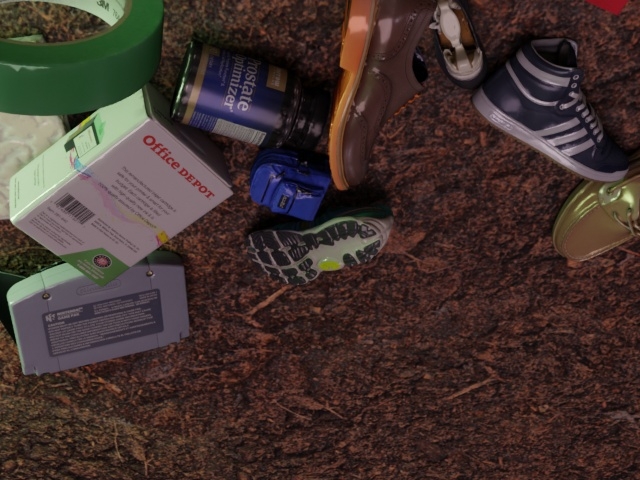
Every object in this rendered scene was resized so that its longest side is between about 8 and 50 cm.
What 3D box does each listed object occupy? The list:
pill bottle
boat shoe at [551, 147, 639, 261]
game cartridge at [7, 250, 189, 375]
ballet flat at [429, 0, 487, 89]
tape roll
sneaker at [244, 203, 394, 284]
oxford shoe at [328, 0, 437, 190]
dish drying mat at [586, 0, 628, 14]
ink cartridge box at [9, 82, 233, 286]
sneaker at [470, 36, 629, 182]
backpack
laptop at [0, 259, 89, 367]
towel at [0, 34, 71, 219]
[{"bbox_3d":[-0.102,-0.205,1.586,0.219,0.123,0.123,15,130,-13],"label":"pill bottle"},{"bbox_3d":[0.504,-0.066,1.712,0.121,0.110,0.341,29,125,-23],"label":"boat shoe"},{"bbox_3d":[-0.376,0.118,1.851,0.297,0.062,0.198,-12,123,-17],"label":"game cartridge"},{"bbox_3d":[0.194,-0.285,1.550,0.074,0.074,0.203,-14,130,12],"label":"ballet flat"},{"bbox_3d":[-0.363,-0.283,1.388,0.321,0.321,0.077,6,131,-5],"label":"tape roll"},{"bbox_3d":[0.000,0.000,1.779,0.275,0.110,0.107,-9,115,31],"label":"sneaker"},{"bbox_3d":[0.085,-0.207,1.565,0.132,0.130,0.364,7,138,-2],"label":"oxford shoe"},{"bbox_3d":[0.397,-0.349,1.534,0.083,0.008,0.032,19,129,-17],"label":"dish drying mat"},{"bbox_3d":[-0.304,-0.085,1.656,0.278,0.117,0.201,-34,131,15],"label":"ink cartridge box"},{"bbox_3d":[0.381,-0.197,1.608,0.282,0.099,0.153,24,126,-19],"label":"sneaker"},{"bbox_3d":[-0.051,-0.092,1.702,0.120,0.101,0.098,18,122,-10],"label":"backpack"},{"bbox_3d":[-0.451,0.098,1.926,0.264,0.136,0.234,-28,131,-9],"label":"laptop"},{"bbox_3d":[-0.543,-0.166,1.669,0.317,0.053,0.332,-4,132,2],"label":"towel"}]
